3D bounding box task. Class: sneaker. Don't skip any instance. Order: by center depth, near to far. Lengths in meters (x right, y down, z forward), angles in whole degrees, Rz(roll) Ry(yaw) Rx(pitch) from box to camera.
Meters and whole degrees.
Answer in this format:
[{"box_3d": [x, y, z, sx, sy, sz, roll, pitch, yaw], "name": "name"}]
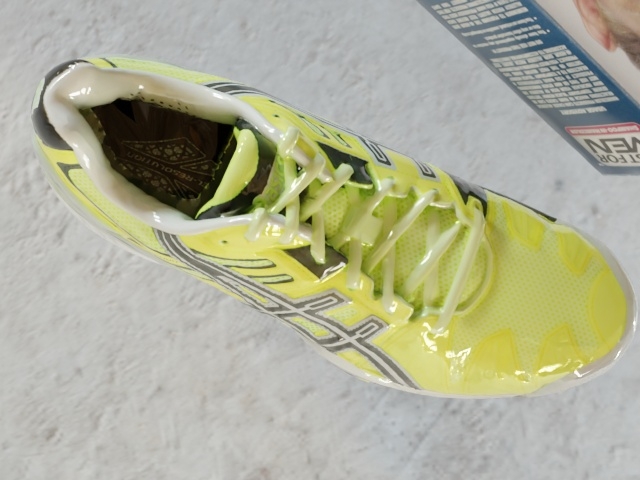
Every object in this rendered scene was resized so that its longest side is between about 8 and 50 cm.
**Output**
[{"box_3d": [0.000, 0.000, 0.644, 0.384, 0.147, 0.145, 18, 86, 4], "name": "sneaker"}]

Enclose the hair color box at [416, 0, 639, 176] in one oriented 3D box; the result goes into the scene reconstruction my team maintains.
[{"box_3d": [0.120, -0.207, 0.613, 0.347, 0.105, 0.174, 38, 78, -21], "name": "hair color box"}]
